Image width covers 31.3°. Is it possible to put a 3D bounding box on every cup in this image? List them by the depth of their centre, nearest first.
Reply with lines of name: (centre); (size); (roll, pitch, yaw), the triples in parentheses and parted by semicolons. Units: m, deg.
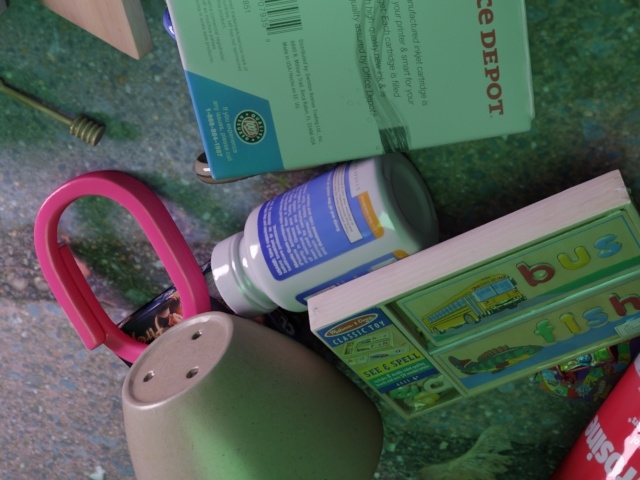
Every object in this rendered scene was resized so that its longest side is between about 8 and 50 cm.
cup: (-0.120, 0.231, 1.472); (0.331, 0.331, 0.237); (-22, 118, 25)

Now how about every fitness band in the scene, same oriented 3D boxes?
fitness band: (-0.271, 0.044, 1.574); (0.209, 0.054, 0.291); (-25, 99, 25)

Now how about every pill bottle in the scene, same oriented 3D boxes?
pill bottle: (0.000, 0.000, 1.448); (0.272, 0.152, 0.152); (-24, 112, 26)
pill bottle: (0.413, 0.334, 1.454); (0.229, 0.229, 0.407); (28, 109, -4)

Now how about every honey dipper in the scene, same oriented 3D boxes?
honey dipper: (-0.362, -0.174, 1.507); (0.161, 0.030, 0.030); (28, 123, 1)

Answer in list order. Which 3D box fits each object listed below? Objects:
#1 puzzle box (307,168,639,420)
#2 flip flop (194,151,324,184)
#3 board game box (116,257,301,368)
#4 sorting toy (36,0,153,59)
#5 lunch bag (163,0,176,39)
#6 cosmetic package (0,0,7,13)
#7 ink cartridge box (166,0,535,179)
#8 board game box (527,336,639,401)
puzzle box: (0.224, 0.082, 1.411); (0.409, 0.052, 0.272); (-24, 137, 19)
flip flop: (-0.036, -0.132, 1.414); (0.277, 0.112, 0.080); (-8, 104, 25)
board game box: (-0.171, 0.137, 1.639); (0.243, 0.042, 0.165); (-34, 108, 29)
sorting toy: (-0.276, -0.362, 1.240); (0.255, 0.089, 0.257); (32, 151, 31)
lunch bag: (-0.022, -0.232, 1.256); (0.303, 0.243, 0.115); (28, 123, -5)
cosmetic package: (-0.520, -0.412, 1.322); (0.197, 0.155, 0.365); (2, 122, 14)
ink cartridge box: (0.029, -0.200, 1.062); (0.307, 0.129, 0.223); (-8, 119, 6)
board game box: (0.350, 0.160, 1.529); (0.133, 0.033, 0.168); (21, 124, 1)
